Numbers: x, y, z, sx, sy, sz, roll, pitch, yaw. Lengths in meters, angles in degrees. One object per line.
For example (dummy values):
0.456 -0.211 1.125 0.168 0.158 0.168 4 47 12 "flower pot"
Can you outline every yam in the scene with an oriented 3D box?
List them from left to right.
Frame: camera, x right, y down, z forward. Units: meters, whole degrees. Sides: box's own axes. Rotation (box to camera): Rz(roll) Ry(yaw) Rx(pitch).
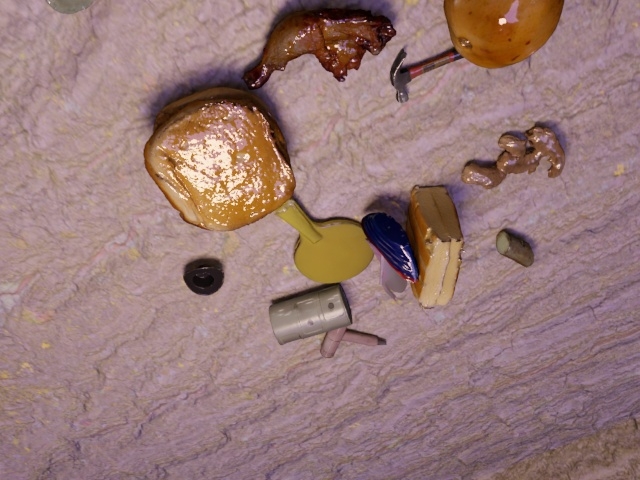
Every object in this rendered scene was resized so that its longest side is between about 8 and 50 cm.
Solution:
0.570 0.027 1.570 0.147 0.069 0.069 23 123 -24 "yam"

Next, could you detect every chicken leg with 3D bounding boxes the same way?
-0.007 -0.393 1.107 0.323 0.082 0.177 -8 146 -6 "chicken leg"

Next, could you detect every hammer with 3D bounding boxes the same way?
0.289 -0.400 1.176 0.288 0.033 0.111 -20 132 8 "hammer"

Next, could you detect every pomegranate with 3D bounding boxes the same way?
0.344 -0.445 1.023 0.234 0.233 0.233 -5 131 -6 "pomegranate"

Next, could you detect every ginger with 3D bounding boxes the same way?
0.481 -0.208 1.361 0.259 0.065 0.149 -8 119 5 "ginger"

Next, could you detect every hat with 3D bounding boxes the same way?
-0.318 0.096 1.490 0.121 0.050 0.121 -3 135 -3 "hat"

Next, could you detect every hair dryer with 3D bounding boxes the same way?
0.128 0.303 1.744 0.221 0.053 0.195 6 129 -16 "hair dryer"

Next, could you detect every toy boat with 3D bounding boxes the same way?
0.187 0.071 1.412 0.072 0.219 0.318 -27 125 -17 "toy boat"

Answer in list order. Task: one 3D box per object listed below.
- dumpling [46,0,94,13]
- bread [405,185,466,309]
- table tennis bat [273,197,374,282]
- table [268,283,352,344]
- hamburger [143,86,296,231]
-0.447 -0.502 0.917 0.108 0.152 0.219 11 118 13 "dumpling"
0.288 0.015 1.395 0.111 0.246 0.239 -2 131 -2 "bread"
0.000 0.000 1.465 0.224 0.054 0.369 -36 131 16 "table tennis bat"
-0.027 0.217 1.596 0.220 0.126 0.126 -17 131 7 "table"
-0.212 -0.173 1.192 0.285 0.174 0.304 -20 131 5 "hamburger"
